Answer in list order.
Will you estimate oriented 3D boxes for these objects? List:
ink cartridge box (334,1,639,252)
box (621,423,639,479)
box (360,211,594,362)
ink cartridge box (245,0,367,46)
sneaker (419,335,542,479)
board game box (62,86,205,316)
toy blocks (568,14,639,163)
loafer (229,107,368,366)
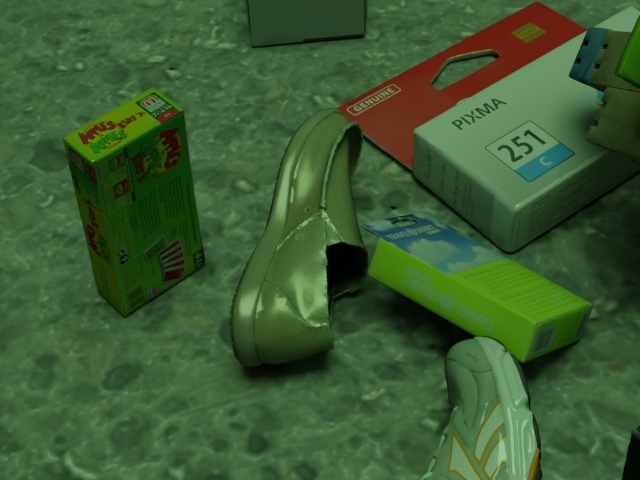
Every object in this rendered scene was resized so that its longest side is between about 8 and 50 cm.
[{"bbox_3d":[0.203,-0.144,1.318,0.296,0.066,0.261,-31,52,-25],"label":"ink cartridge box"},{"bbox_3d":[0.280,0.179,0.893,0.153,0.207,0.108,-31,52,-25],"label":"box"},{"bbox_3d":[0.125,0.035,1.128,0.178,0.042,0.109,30,23,29],"label":"box"},{"bbox_3d":[-0.022,-0.297,1.475,0.127,0.072,0.175,-6,45,-2],"label":"ink cartridge box"},{"bbox_3d":[0.104,0.179,0.985,0.121,0.099,0.262,-9,44,1],"label":"sneaker"},{"bbox_3d":[-0.154,-0.030,1.140,0.092,0.181,0.043,-34,53,-27],"label":"board game box"},{"bbox_3d":[0.367,-0.077,1.123,0.381,0.191,0.261,20,7,-12],"label":"toy blocks"},{"bbox_3d":[0.000,0.000,1.169,0.092,0.102,0.269,11,56,11],"label":"loafer"}]
